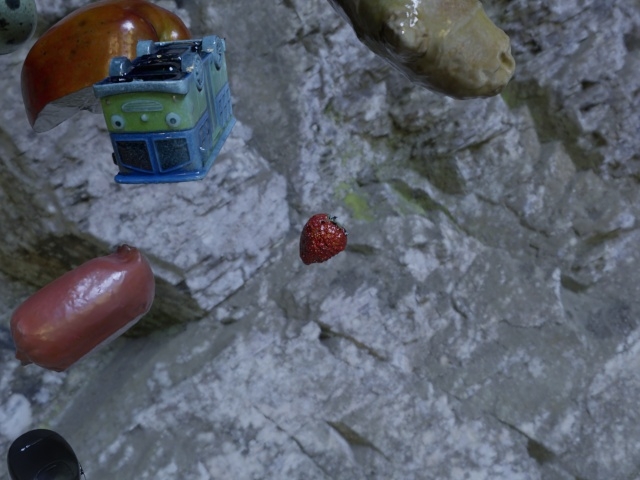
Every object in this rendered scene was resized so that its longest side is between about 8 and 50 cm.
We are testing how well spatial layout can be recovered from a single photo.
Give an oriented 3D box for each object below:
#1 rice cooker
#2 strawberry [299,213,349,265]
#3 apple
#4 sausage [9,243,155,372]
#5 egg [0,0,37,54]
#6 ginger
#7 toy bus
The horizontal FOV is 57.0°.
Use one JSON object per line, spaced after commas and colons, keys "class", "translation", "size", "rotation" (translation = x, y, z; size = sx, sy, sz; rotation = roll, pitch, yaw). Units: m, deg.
{"class": "rice cooker", "translation": [-0.623, 0.529, 1.334], "size": [0.142, 0.203, 0.118], "rotation": [-18, -30, -44]}
{"class": "strawberry", "translation": [-0.002, -0.005, 1.650], "size": [0.148, 0.131, 0.131], "rotation": [-31, 12, -5]}
{"class": "apple", "translation": [-0.440, -0.356, 1.248], "size": [0.365, 0.295, 0.328], "rotation": [-15, 55, 35]}
{"class": "sausage", "translation": [-0.387, 0.114, 0.975], "size": [0.254, 0.148, 0.148], "rotation": [-34, 12, -18]}
{"class": "egg", "translation": [-0.659, -0.464, 1.169], "size": [0.177, 0.177, 0.228], "rotation": [-36, 16, -19]}
{"class": "ginger", "translation": [0.079, -0.293, 0.693], "size": [0.190, 0.354, 0.126], "rotation": [-35, -13, -46]}
{"class": "toy bus", "translation": [-0.249, -0.232, 1.004], "size": [0.152, 0.190, 0.312], "rotation": [-1, 29, 4]}
